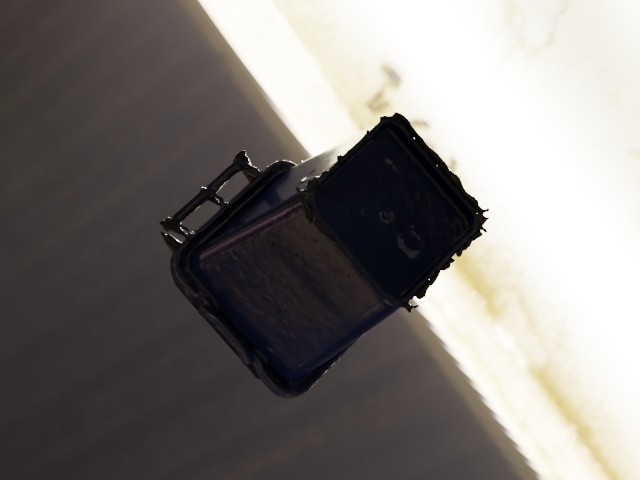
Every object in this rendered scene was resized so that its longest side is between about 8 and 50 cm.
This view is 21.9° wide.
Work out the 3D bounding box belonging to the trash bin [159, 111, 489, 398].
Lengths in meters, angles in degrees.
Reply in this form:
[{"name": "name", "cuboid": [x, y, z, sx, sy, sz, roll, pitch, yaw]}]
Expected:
[{"name": "trash bin", "cuboid": [0.000, 0.000, 1.292, 0.184, 0.162, 0.234, 49, -29, -5]}]
